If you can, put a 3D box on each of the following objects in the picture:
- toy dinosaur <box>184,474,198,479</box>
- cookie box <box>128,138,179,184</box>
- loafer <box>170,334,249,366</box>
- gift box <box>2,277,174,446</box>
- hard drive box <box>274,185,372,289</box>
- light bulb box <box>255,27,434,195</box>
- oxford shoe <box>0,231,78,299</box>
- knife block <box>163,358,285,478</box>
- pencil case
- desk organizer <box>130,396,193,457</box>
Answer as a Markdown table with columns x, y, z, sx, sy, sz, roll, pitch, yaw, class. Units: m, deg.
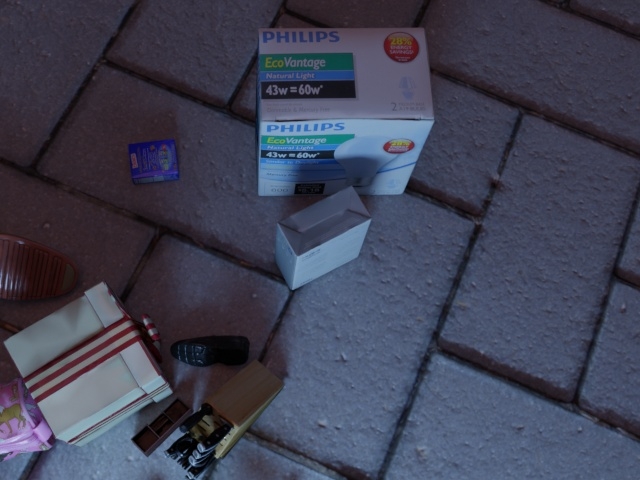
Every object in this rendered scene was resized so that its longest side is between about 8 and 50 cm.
| x | y | z | sx | sy | sz | roll | pitch | yaw | class |
| --- | --- | --- | --- | --- | --- | --- | --- | --- | --- |
| -0.164 | 0.558 | 1.623 | 0.064 | 0.118 | 0.268 | -41 | 77 | -17 | toy dinosaur |
| -0.385 | -0.182 | 1.923 | 0.107 | 0.040 | 0.091 | -7 | 71 | -8 | cookie box |
| -0.234 | 0.231 | 1.781 | 0.170 | 0.062 | 0.061 | 4 | 30 | 4 | loafer |
| -0.448 | 0.225 | 1.653 | 0.258 | 0.255 | 0.276 | -30 | 81 | -13 | gift box |
| 0.000 | 0.000 | 1.785 | 0.181 | 0.232 | 0.089 | -26 | 73 | -14 | hard drive box |
| 0.036 | -0.270 | 1.821 | 0.358 | 0.361 | 0.225 | -2 | 69 | -5 | light bulb box |
| -0.715 | 0.025 | 1.768 | 0.397 | 0.146 | 0.140 | 14 | 103 | -19 | oxford shoe |
| -0.185 | 0.342 | 1.636 | 0.088 | 0.242 | 0.275 | 39 | 71 | 9 | knife block |
| -0.712 | 0.398 | 1.592 | 0.386 | 0.160 | 0.167 | -24 | 71 | -13 | pencil case |
| -0.326 | 0.381 | 1.712 | 0.047 | 0.050 | 0.130 | 43 | 72 | 11 | desk organizer |
